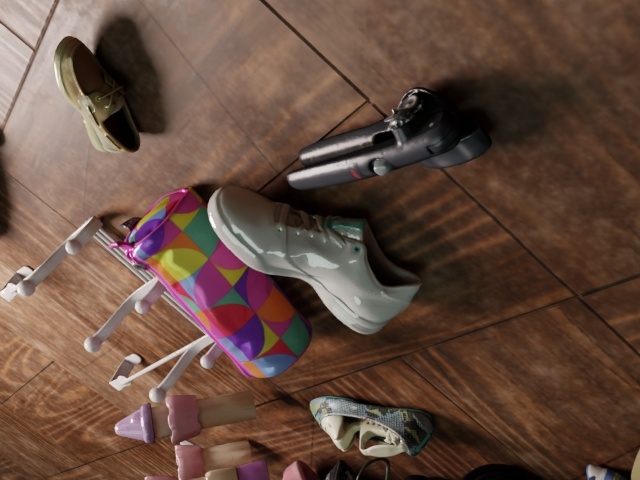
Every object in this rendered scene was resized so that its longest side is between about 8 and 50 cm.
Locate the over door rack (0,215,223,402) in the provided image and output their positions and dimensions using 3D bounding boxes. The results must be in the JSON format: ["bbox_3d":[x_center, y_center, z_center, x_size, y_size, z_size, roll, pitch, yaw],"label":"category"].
[{"bbox_3d":[-0.299,0.115,0.996,0.239,0.108,0.324,45,142,-18],"label":"over door rack"}]

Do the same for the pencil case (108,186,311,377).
[{"bbox_3d":[-0.112,0.050,0.793,0.104,0.104,0.236,-15,125,45],"label":"pencil case"}]

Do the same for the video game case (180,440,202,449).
[{"bbox_3d":[-0.228,0.421,1.390,0.087,0.011,0.122,26,144,7],"label":"video game case"}]

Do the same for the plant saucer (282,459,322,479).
[{"bbox_3d":[0.032,0.481,1.064,0.332,0.084,0.332,53,174,8],"label":"plant saucer"}]

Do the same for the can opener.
[{"bbox_3d":[0.039,-0.068,0.576,0.186,0.059,0.073,-11,128,42],"label":"can opener"}]

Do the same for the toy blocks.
[{"bbox_3d":[-0.201,0.403,1.023,0.260,0.308,0.288,-8,147,-13],"label":"toy blocks"}]

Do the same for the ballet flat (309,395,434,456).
[{"bbox_3d":[0.051,0.238,0.928,0.188,0.070,0.070,-6,130,40],"label":"ballet flat"}]

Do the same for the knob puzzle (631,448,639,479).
[{"bbox_3d":[0.393,0.222,0.694,0.213,0.030,0.213,20,143,16],"label":"knob puzzle"}]

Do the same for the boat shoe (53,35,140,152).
[{"bbox_3d":[-0.203,-0.133,0.686,0.045,0.050,0.135,14,151,17],"label":"boat shoe"}]

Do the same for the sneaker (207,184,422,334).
[{"bbox_3d":[0.000,0.000,0.687,0.212,0.080,0.094,33,133,-14],"label":"sneaker"}]

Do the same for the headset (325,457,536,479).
[{"bbox_3d":[0.166,0.382,0.914,0.394,0.185,0.243,31,145,-20],"label":"headset"}]

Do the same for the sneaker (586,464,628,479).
[{"bbox_3d":[0.296,0.312,0.815,0.059,0.053,0.144,31,109,26],"label":"sneaker"}]
